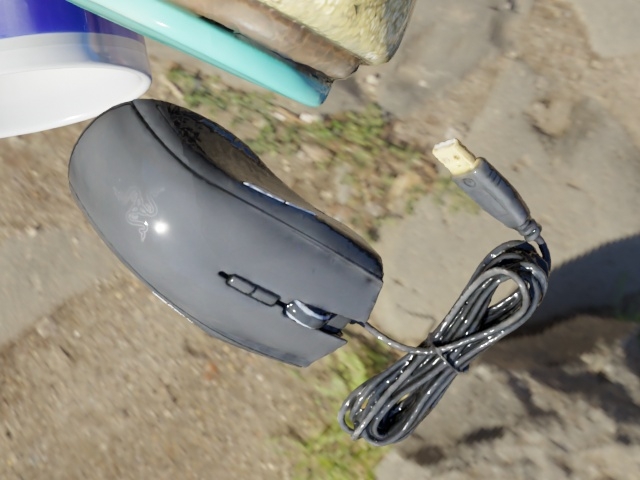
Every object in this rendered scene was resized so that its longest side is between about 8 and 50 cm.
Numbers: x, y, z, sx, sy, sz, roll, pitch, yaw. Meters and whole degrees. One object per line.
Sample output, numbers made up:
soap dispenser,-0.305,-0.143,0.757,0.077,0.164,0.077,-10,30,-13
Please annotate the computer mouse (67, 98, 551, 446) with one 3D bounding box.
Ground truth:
computer mouse,0.000,0.000,0.866,0.262,0.060,0.184,41,113,-16

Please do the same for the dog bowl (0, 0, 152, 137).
dog bowl,-0.291,-0.169,1.451,0.265,0.265,0.104,-9,83,-23

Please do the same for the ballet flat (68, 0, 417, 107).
ballet flat,-0.105,-0.128,0.437,0.123,0.348,0.123,-25,124,-42
